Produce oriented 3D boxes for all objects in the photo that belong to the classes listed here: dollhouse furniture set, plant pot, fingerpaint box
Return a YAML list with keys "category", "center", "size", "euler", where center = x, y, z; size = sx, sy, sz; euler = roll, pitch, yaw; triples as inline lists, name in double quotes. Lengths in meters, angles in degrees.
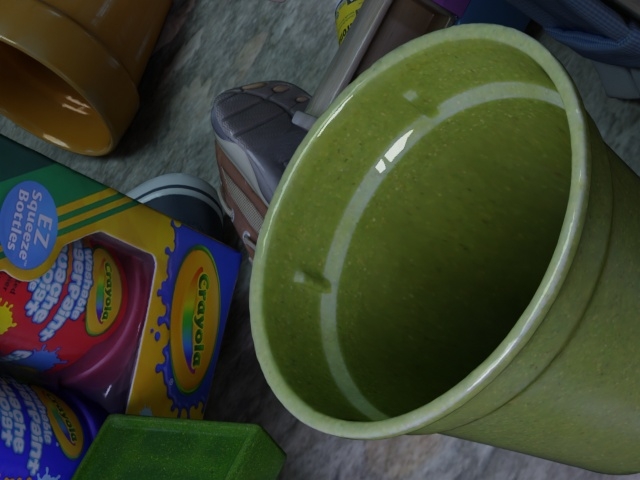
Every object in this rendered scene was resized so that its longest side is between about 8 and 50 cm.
- category: "dollhouse furniture set"
  center: [-0.120, 0.304, 1.298]
  size: [0.151, 0.197, 0.301]
  euler: [3, 52, 36]
- category: "plant pot"
  center: [0.139, 0.034, 1.169]
  size: [0.276, 0.254, 0.276]
  euler: [-26, 51, 37]
- category: "dollhouse furniture set"
  center: [0.097, -0.143, 1.296]
  size: [0.198, 0.286, 0.303]
  euler: [-62, 26, 0]
- category: "plant pot"
  center: [-0.252, -0.222, 1.832]
  size: [0.205, 0.205, 0.188]
  euler: [5, 57, 50]
- category: "fingerpaint box"
  center: [-0.263, 0.164, 1.358]
  size: [0.163, 0.371, 0.444]
  euler: [7, 78, 32]

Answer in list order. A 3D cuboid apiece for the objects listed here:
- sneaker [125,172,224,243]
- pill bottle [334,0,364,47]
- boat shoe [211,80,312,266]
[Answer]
- category: "sneaker"
  center: [-0.223, 0.066, 1.665]
  size: [0.321, 0.126, 0.127]
  euler: [-36, 39, 28]
- category: "pill bottle"
  center: [0.049, -0.164, 1.543]
  size: [0.065, 0.065, 0.116]
  euler: [-34, 47, 31]
- category: "boat shoe"
  center: [0.000, 0.000, 1.480]
  size: [0.116, 0.123, 0.324]
  euler: [102, 150, -41]
